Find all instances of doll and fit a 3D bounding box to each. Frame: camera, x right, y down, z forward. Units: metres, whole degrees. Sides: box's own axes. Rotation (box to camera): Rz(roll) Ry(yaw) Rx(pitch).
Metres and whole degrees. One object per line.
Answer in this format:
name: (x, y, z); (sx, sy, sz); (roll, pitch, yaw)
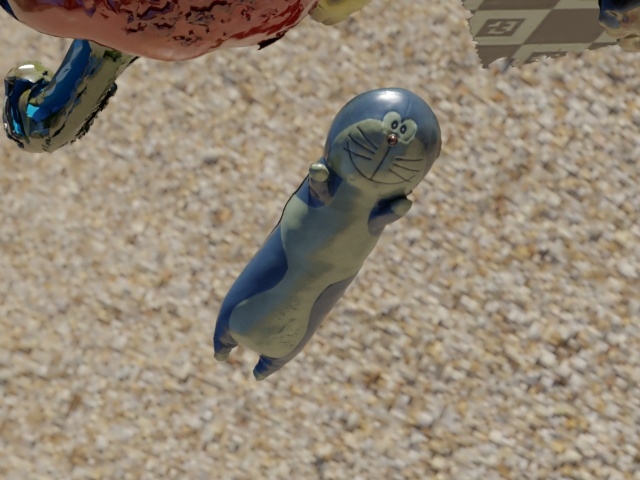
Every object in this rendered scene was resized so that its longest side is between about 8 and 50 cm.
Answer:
doll: (0.000, 0.000, 0.541); (0.125, 0.037, 0.027); (-58, 13, 27)

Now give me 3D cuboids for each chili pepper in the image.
chili pepper: (-0.021, -0.152, 0.388); (0.110, 0.110, 0.387); (-110, 33, -44)

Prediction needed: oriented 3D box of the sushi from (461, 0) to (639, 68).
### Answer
sushi: (0.219, -0.147, 0.894); (0.290, 0.264, 0.050); (-10, 73, 9)

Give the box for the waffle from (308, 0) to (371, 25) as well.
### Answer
waffle: (-0.026, -0.260, 0.714); (0.151, 0.261, 0.324); (-24, 33, 45)
